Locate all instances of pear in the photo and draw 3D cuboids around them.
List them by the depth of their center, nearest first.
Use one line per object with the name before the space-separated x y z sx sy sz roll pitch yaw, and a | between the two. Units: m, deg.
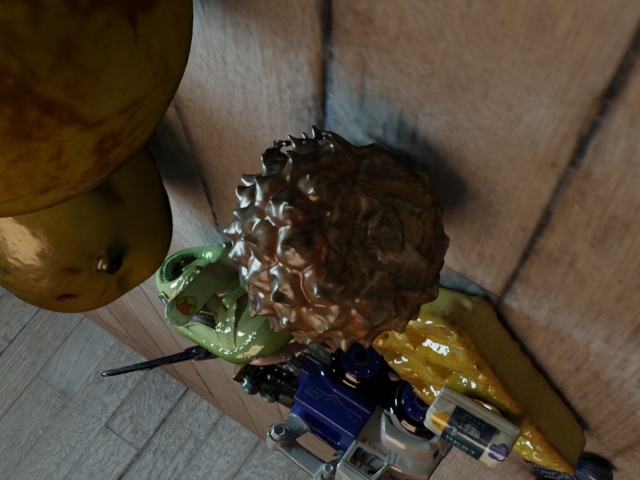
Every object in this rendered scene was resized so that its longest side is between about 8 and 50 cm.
pear | -0.208 -0.140 0.476 0.280 0.281 0.281 32 161 13

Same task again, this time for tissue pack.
tissue pack | 0.143 0.178 0.764 0.083 0.042 0.062 30 162 14

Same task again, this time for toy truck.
toy truck | 0.053 0.236 1.013 0.213 0.177 0.161 32 153 15
toy truck | -0.047 0.200 1.239 0.177 0.080 0.115 33 -164 -23

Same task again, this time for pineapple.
pineapple | 0.000 0.000 0.603 0.166 0.166 0.193 42 160 -17

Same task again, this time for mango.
mango | -0.350 -0.113 0.866 0.445 0.220 0.301 45 167 2

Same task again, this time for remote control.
remote control | 0.286 0.263 0.924 0.043 0.027 0.152 32 163 -6

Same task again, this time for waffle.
waffle | 0.144 0.130 0.804 0.168 0.057 0.274 10 148 51

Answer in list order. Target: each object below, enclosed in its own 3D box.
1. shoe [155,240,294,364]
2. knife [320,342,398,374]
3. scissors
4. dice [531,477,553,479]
shoe | -0.125 0.080 1.024 0.262 0.140 0.128 6 141 51
knife | 0.058 0.161 1.100 0.170 0.010 0.023 15 151 44
scissors | -0.143 0.146 1.064 0.160 0.317 0.024 15 108 48
dice | 0.318 0.424 1.007 0.182 0.183 0.181 43 158 -22
